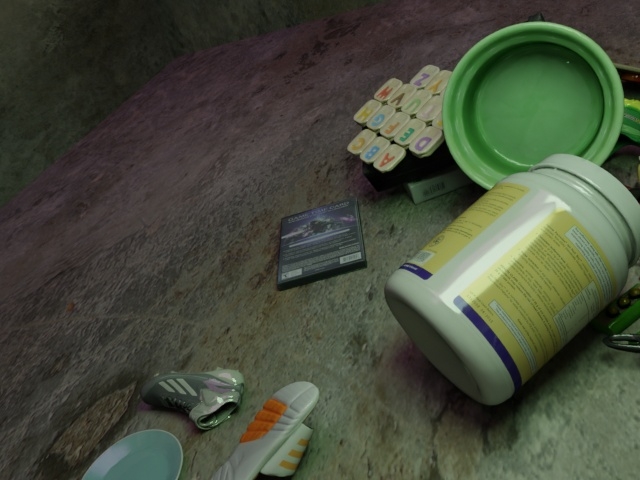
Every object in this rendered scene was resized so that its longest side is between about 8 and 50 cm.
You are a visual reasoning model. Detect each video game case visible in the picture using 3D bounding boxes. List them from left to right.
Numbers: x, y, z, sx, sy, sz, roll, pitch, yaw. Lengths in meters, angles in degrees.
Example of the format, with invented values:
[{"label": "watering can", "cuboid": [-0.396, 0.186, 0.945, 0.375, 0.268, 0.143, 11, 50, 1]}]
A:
[{"label": "video game case", "cuboid": [0.000, 0.000, 1.408, 0.196, 0.026, 0.274, -16, 31, 9]}]

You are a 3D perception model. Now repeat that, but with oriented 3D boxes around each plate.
[{"label": "plate", "cuboid": [-0.306, 0.390, 0.996, 0.188, 0.024, 0.188, -16, 32, 10]}]

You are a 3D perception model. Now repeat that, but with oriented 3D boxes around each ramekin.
[{"label": "ramekin", "cuboid": [0.389, -0.237, 1.127, 0.304, 0.303, 0.148, -3, 14, 27]}]

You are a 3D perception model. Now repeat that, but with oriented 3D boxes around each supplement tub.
[{"label": "supplement tub", "cuboid": [0.287, 0.051, 0.911, 0.331, 0.241, 0.241, -39, 35, -9]}]

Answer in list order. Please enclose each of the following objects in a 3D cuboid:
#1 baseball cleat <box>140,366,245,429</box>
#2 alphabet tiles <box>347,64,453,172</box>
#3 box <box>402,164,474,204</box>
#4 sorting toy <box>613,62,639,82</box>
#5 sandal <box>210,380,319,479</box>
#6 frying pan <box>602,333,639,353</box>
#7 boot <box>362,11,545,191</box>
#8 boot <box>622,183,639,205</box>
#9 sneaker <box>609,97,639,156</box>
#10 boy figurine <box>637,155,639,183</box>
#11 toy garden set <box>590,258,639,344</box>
[{"label": "baseball cleat", "cuboid": [-0.234, 0.279, 1.078, 0.206, 0.072, 0.109, -15, 38, 16]}, {"label": "alphabet tiles", "cuboid": [0.190, -0.276, 1.353, 0.278, 0.021, 0.284, -46, 39, -1]}, {"label": "box", "cuboid": [0.293, -0.219, 1.541, 0.233, 0.058, 0.322, -20, 33, 2]}, {"label": "sorting toy", "cuboid": [0.716, -0.419, 1.535, 0.229, 0.041, 0.307, 10, 15, 9]}, {"label": "sandal", "cuboid": [-0.082, 0.329, 0.922, 0.265, 0.076, 0.102, -50, 22, -7]}, {"label": "frying pan", "cuboid": [0.565, 0.170, 0.789, 0.327, 0.053, 0.197, -16, 32, 12]}, {"label": "boot", "cuboid": [0.315, -0.315, 1.414, 0.446, 0.146, 0.366, -18, 38, 33]}, {"label": "boot", "cuboid": [0.483, -0.050, 1.145, 0.244, 0.088, 0.176, -26, 33, -14]}, {"label": "sneaker", "cuboid": [0.537, -0.205, 1.308, 0.296, 0.109, 0.123, -17, 65, 37]}, {"label": "boy figurine", "cuboid": [0.622, -0.137, 1.056, 0.092, 0.177, 0.284, 6, 73, -14]}, {"label": "toy garden set", "cuboid": [0.495, 0.061, 0.997, 0.204, 0.049, 0.244, -32, 33, -16]}]
